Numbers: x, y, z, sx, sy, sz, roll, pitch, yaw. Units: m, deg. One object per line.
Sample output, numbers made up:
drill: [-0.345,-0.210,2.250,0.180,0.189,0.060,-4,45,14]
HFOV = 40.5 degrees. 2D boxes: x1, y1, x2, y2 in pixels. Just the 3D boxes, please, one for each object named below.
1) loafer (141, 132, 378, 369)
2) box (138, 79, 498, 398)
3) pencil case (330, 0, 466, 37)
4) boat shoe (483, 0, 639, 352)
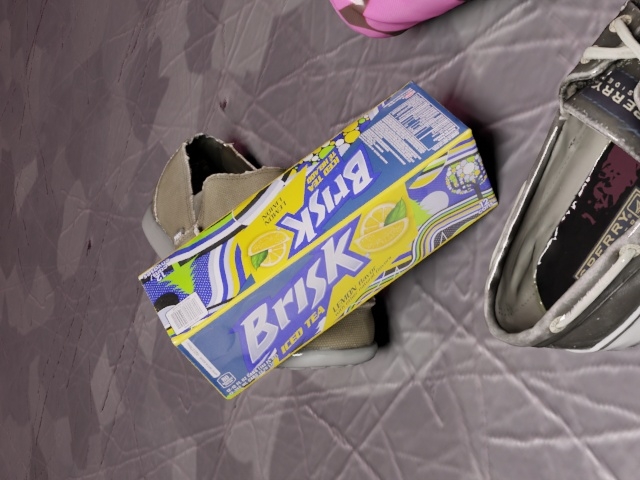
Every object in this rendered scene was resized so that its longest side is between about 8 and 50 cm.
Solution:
loafer: [-0.047,-0.003,0.541,0.251,0.094,0.087,37,121,49]
box: [0.000,0.000,0.427,0.169,0.059,0.054,-35,46,-3]
pencil case: [0.078,-0.169,0.387,0.209,0.098,0.095,-19,29,50]
boat shoe: [0.130,-0.048,0.322,0.078,0.070,0.219,45,122,46]
